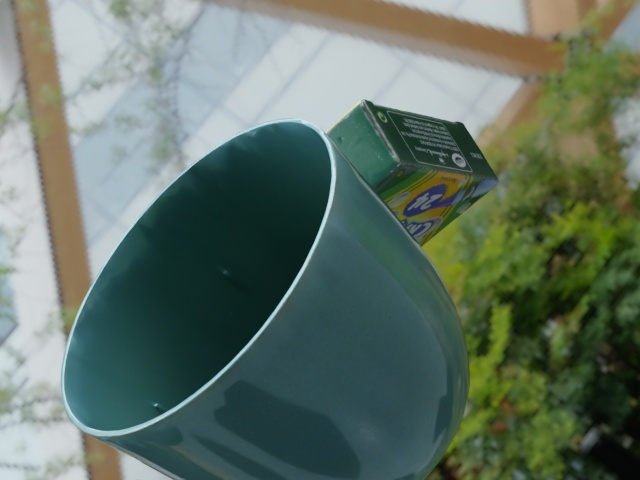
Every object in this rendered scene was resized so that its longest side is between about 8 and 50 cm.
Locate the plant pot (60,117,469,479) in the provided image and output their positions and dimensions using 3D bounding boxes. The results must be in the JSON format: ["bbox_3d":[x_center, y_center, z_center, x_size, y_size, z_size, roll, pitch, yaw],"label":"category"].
[{"bbox_3d":[-0.021,0.089,1.197,0.293,0.235,0.293,-35,32,25],"label":"plant pot"}]

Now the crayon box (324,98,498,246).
[{"bbox_3d":[0.000,0.000,1.511,0.323,0.083,0.203,-40,-23,26],"label":"crayon box"}]
